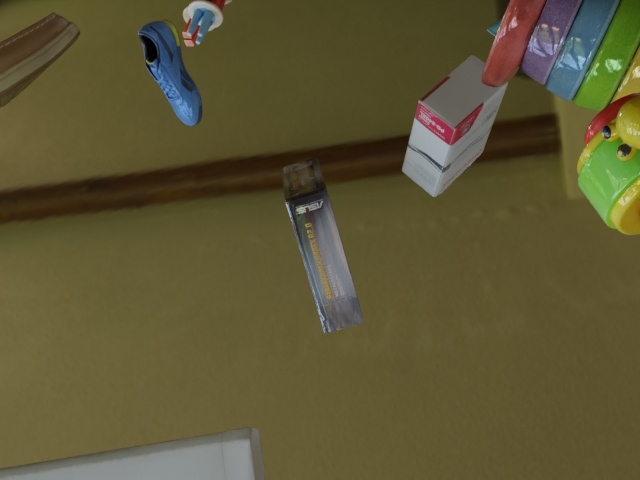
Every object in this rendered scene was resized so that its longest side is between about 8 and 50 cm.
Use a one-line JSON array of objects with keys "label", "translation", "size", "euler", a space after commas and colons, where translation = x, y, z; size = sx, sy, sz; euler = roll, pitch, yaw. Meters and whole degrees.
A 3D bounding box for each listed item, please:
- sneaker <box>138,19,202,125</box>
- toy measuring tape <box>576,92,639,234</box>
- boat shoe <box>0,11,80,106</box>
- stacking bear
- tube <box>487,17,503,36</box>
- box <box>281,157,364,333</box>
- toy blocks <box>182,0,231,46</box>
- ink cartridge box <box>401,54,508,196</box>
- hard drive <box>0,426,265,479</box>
[{"label": "sneaker", "translation": [-0.288, -0.306, 2.160], "size": [0.069, 0.209, 0.082], "euler": [-5, -159, 38]}, {"label": "toy measuring tape", "translation": [0.296, -0.045, 0.994], "size": [0.121, 0.330, 0.121], "euler": [-8, -108, 25]}, {"label": "boat shoe", "translation": [-0.419, -0.177, 1.275], "size": [0.341, 0.110, 0.122], "euler": [-39, -170, -29]}, {"label": "stacking bear", "translation": [0.341, -0.202, 1.248], "size": [0.289, 0.175, 0.164], "euler": [24, -176, 6]}, {"label": "tube", "translation": [0.360, -0.379, 1.965], "size": [0.080, 0.052, 0.207], "euler": [38, -129, 8]}, {"label": "box", "translation": [0.000, 0.000, 1.544], "size": [0.056, 0.183, 0.231], "euler": [-15, -165, 1]}, {"label": "toy blocks", "translation": [-0.169, -0.326, 1.666], "size": [0.123, 0.054, 0.148], "euler": [-42, -156, 54]}, {"label": "ink cartridge box", "translation": [0.167, -0.142, 1.457], "size": [0.063, 0.150, 0.109], "euler": [39, -117, 16]}, {"label": "hard drive", "translation": [-0.198, 0.308, 1.131], "size": [0.308, 0.203, 0.040], "euler": [-11, 165, 11]}]
